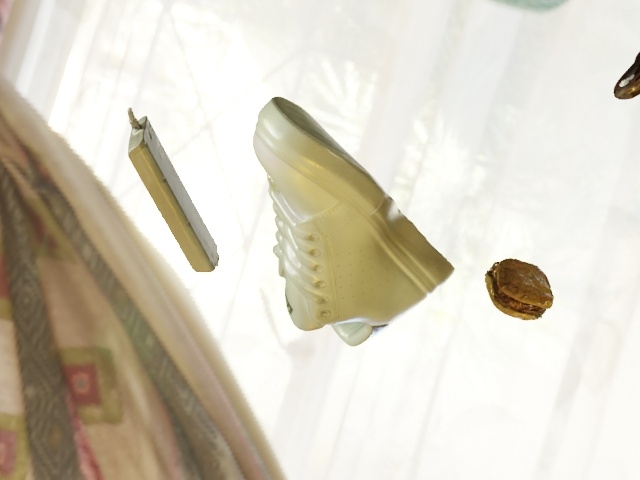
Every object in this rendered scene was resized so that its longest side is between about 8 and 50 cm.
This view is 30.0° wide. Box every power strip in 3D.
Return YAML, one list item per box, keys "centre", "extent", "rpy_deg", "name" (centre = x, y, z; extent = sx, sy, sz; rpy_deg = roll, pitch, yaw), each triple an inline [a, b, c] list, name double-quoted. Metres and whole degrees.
- centre: [-0.182, -0.059, 1.441]
  extent: [0.027, 0.060, 0.252]
  rpy_deg: [-15, 129, 13]
  name: "power strip"

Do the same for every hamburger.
- centre: [0.221, 0.055, 1.337]
  extent: [0.076, 0.044, 0.083]
  rpy_deg: [21, -147, -9]
  name: "hamburger"

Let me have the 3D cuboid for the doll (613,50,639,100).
- centre: [0.474, -0.080, 1.206]
  extent: [0.318, 0.339, 0.209]
  rpy_deg: [-10, -158, 14]
  name: "doll"

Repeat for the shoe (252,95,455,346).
- centre: [0.000, 0.000, 1.166]
  extent: [0.132, 0.160, 0.363]
  rpy_deg: [45, -178, 35]
  name: "shoe"
